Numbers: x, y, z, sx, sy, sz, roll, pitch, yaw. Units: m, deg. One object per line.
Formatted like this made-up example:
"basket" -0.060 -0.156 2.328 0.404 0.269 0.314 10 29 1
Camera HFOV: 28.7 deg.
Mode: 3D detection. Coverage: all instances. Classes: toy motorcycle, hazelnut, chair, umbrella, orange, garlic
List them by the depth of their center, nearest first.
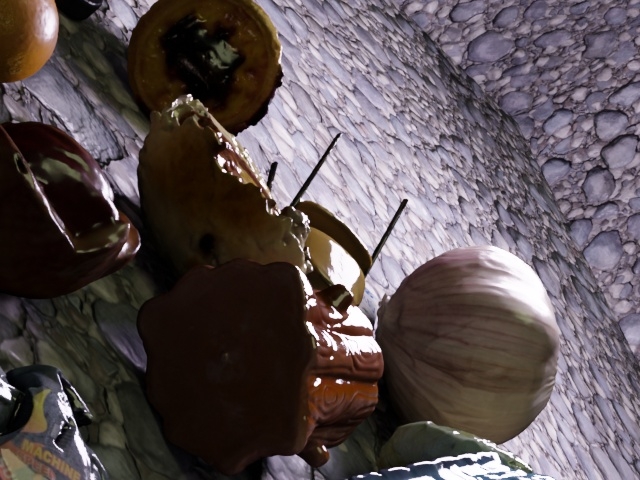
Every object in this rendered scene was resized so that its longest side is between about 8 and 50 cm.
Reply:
"toy motorcycle" -0.215 0.201 0.975 0.307 0.108 0.173 60 15 11
"hazelnut" -0.263 -0.032 1.169 0.170 0.160 0.202 57 25 14
"orange" -0.357 -0.240 1.333 0.136 0.159 0.159 -32 85 -30
"umbrella" -0.070 0.250 1.355 0.013 0.022 0.122 22 16 -10
"chair" 0.000 0.000 1.699 0.159 0.172 0.247 44 47 -24
"garlic" 0.199 0.148 1.764 0.259 0.317 0.317 22 27 -9

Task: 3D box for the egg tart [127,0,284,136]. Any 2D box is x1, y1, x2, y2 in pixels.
"egg tart" -0.150 -0.245 1.729 0.215 0.215 0.171 53 9 -3

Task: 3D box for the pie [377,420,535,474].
"pie" 0.195 0.334 1.515 0.071 0.306 0.306 -44 99 -31

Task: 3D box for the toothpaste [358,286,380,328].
"toothpaste" 0.045 0.111 1.784 0.100 0.066 0.323 45 16 -10

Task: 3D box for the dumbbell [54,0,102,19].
"dumbbell" -0.282 -0.386 1.663 0.100 0.191 0.100 45 21 -22

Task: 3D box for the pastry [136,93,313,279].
"pastry" -0.127 -0.030 1.485 0.256 0.170 0.237 52 -1 7

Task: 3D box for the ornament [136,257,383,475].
"ornament" -0.049 0.127 1.336 0.235 0.221 0.217 33 6 25

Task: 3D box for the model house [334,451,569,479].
"model house" 0.038 0.338 1.162 0.360 0.339 0.297 1 99 -50
